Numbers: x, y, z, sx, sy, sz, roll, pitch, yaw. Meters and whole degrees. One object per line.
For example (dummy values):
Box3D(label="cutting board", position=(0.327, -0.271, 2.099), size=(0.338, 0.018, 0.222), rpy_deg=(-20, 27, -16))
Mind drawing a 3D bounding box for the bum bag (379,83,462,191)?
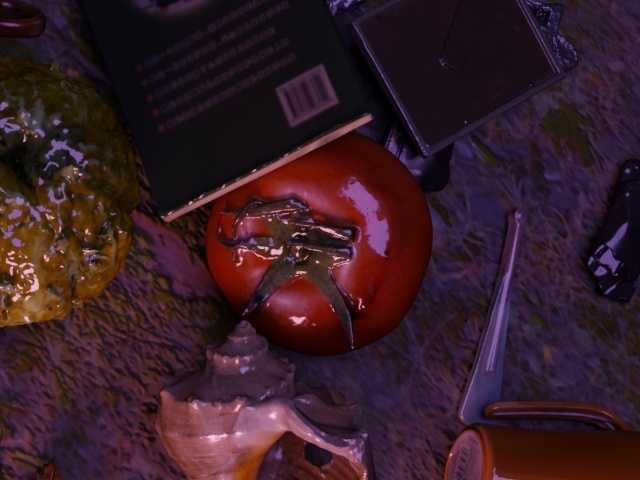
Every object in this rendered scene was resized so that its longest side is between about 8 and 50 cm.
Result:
Box3D(label="bum bag", position=(0.128, -0.163, 1.946), size=(0.106, 0.060, 0.232), rpy_deg=(22, 76, -20))

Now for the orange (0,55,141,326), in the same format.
Box3D(label="orange", position=(-0.337, -0.060, 1.679), size=(0.301, 0.223, 0.300), rpy_deg=(11, 73, -17))

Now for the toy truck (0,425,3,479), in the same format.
Box3D(label="toy truck", position=(-0.405, 0.214, 1.647), size=(0.187, 0.148, 0.211), rpy_deg=(58, 38, -42))

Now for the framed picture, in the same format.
Box3D(label="framed picture", position=(0.171, -0.231, 1.936), size=(0.260, 0.023, 0.189), rpy_deg=(-31, 92, -33))

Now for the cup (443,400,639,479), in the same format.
Box3D(label="cup", position=(0.285, 0.282, 1.887), size=(0.264, 0.182, 0.226), rpy_deg=(12, 44, -17))

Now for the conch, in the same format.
Box3D(label="conch", position=(-0.040, 0.236, 1.750), size=(0.186, 0.263, 0.324), rpy_deg=(-46, 133, -38))

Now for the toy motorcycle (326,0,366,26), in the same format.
Box3D(label="toy motorcycle", position=(-0.087, -0.248, 1.848), size=(0.188, 0.143, 0.327), rpy_deg=(37, 87, -2))

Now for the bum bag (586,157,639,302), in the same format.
Box3D(label="bum bag", position=(0.398, -0.019, 2.028), size=(0.087, 0.049, 0.198), rpy_deg=(30, 73, -19))

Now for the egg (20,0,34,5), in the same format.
Box3D(label="egg", position=(-0.358, -0.299, 1.776), size=(0.085, 0.085, 0.110), rpy_deg=(-36, 103, -21))

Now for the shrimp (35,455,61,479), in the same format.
Box3D(label="shrimp", position=(-0.311, 0.378, 1.710), size=(0.154, 0.062, 0.294), rpy_deg=(9, 81, -13))

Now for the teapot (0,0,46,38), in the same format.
Box3D(label="teapot", position=(-0.414, -0.254, 1.689), size=(0.252, 0.135, 0.178), rpy_deg=(18, 117, 12))

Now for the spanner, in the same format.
Box3D(label="spanner", position=(0.210, -0.332, 2.020), size=(0.325, 0.026, 0.093), rpy_deg=(42, 72, -8))

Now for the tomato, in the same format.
Box3D(label="tomato", position=(0.000, 0.000, 1.776), size=(0.255, 0.224, 0.256), rpy_deg=(2, 95, 20))

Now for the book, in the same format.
Box3D(label="book", position=(-0.119, -0.233, 1.746), size=(0.260, 0.043, 0.371), rpy_deg=(-26, 68, 12))

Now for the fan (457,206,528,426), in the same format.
Box3D(label="fan", position=(0.215, 0.093, 1.959), size=(0.057, 0.023, 0.282), rpy_deg=(14, 79, -19))
